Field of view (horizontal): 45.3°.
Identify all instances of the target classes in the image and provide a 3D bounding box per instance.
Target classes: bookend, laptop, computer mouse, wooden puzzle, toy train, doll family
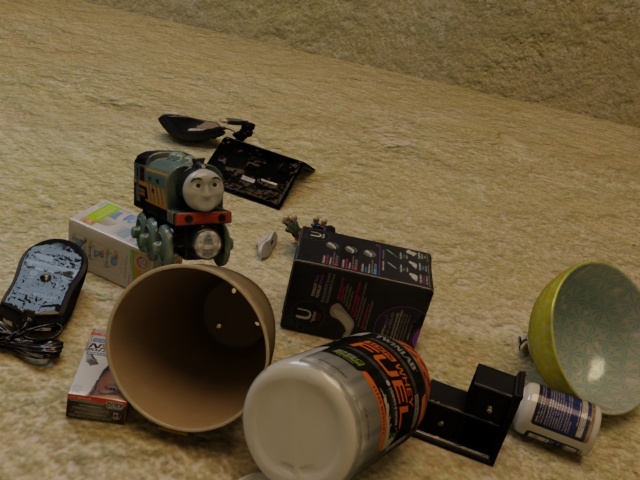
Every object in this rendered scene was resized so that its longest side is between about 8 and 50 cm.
[{"bbox_3d":[0.243,0.274,1.286,0.156,0.157,0.072,19,29,9],"label":"bookend"},{"bbox_3d":[-0.165,-0.177,2.052,0.234,0.136,0.264,19,55,10],"label":"laptop"},{"bbox_3d":[-0.309,-0.301,2.107,0.262,0.060,0.184,8,-6,-21],"label":"computer mouse"},{"bbox_3d":[-0.245,0.270,1.236,0.078,0.014,0.116,11,29,-14],"label":"wooden puzzle"},{"bbox_3d":[-0.507,0.106,1.367,0.188,0.072,0.272,15,41,-1],"label":"computer mouse"},{"bbox_3d":[-0.251,-0.061,1.354,0.142,0.190,0.334,-4,11,-25],"label":"toy train"},{"bbox_3d":[0.000,0.000,1.751,0.193,0.076,0.111,0,27,-28],"label":"doll family"}]

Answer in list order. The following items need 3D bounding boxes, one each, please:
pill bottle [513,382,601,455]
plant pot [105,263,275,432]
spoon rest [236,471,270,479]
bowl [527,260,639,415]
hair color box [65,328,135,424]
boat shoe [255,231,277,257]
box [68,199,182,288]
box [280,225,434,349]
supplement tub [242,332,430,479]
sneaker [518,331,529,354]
[{"bbox_3d":[0.398,0.307,1.355,0.169,0.094,0.094,19,30,10],"label":"pill bottle"},{"bbox_3d":[-0.177,0.149,1.273,0.256,0.256,0.274,18,8,8],"label":"plant pot"},{"bbox_3d":[-0.006,0.396,1.043,0.276,0.084,0.137,21,30,12],"label":"spoon rest"},{"bbox_3d":[0.501,0.194,1.500,0.289,0.289,0.156,-5,-9,-30],"label":"bowl"},{"bbox_3d":[-0.345,0.217,1.245,0.093,0.053,0.167,10,30,-8],"label":"hair color box"},{"bbox_3d":[-0.128,0.010,1.725,0.035,0.035,0.100,-7,27,20],"label":"boat shoe"},{"bbox_3d":[-0.386,0.015,1.529,0.203,0.103,0.114,22,31,16],"label":"box"},{"bbox_3d":[0.072,0.097,1.513,0.270,0.165,0.143,13,29,-2],"label":"box"},{"bbox_3d":[0.041,0.248,1.169,0.193,0.193,0.316,28,16,24],"label":"supplement tub"},{"bbox_3d":[0.428,0.214,1.604,0.037,0.032,0.083,16,21,33],"label":"sneaker"}]
